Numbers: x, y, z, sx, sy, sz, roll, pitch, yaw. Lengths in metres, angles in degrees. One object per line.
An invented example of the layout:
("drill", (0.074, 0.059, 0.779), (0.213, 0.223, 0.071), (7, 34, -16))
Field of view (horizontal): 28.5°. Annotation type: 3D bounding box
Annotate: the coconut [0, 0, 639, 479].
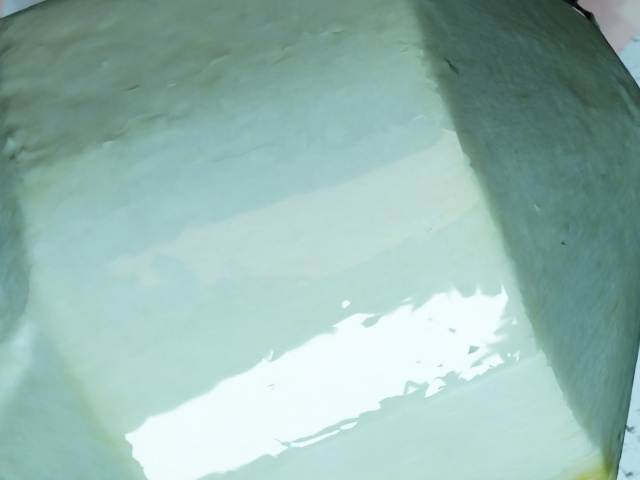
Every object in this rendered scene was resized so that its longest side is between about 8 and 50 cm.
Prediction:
("coconut", (0.000, 0.000, 0.535), (0.323, 0.323, 0.322), (0, 87, 3))
